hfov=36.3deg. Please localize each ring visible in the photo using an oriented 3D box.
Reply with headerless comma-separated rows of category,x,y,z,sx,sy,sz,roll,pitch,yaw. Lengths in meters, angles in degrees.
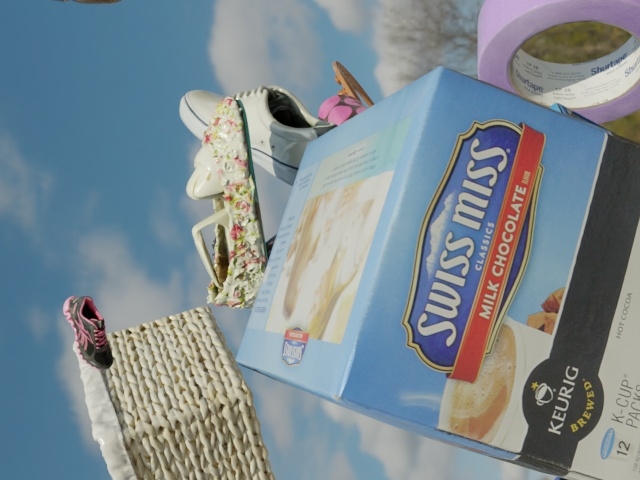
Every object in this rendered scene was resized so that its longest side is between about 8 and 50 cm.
ring,0.119,-0.226,2.011,0.336,0.032,0.336,51,-167,-16

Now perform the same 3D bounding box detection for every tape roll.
tape roll,0.361,-0.276,1.376,0.275,0.275,0.090,61,-151,-56

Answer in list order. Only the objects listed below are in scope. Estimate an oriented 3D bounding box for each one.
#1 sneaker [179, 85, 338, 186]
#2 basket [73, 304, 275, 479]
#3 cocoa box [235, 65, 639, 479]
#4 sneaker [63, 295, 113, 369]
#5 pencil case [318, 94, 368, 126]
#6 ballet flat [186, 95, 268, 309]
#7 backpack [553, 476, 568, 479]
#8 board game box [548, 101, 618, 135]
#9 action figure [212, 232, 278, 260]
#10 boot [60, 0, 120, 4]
sneaker,-0.069,-0.147,1.183,0.094,0.258,0.091,-19,-51,-48
basket,-0.254,0.343,1.738,0.331,0.266,0.328,-128,22,-57
cocoa box,0.096,0.037,0.776,0.347,0.228,0.231,168,121,-74
sneaker,-0.331,0.133,1.420,0.047,0.057,0.119,-30,-82,-47
pencil case,0.065,-0.153,1.549,0.209,0.095,0.098,-122,11,-54
ballet flat,-0.104,-0.033,1.062,0.091,0.077,0.241,-153,53,-67
backpack,0.252,0.274,0.871,0.101,0.120,0.098,106,-179,-59
board game box,0.280,0.026,1.112,0.308,0.302,0.086,19,-142,-31
action figure,0.000,0.000,1.343,0.164,0.276,0.141,140,121,-61
boot,-0.311,-0.469,1.347,0.112,0.115,0.305,-86,6,-49
